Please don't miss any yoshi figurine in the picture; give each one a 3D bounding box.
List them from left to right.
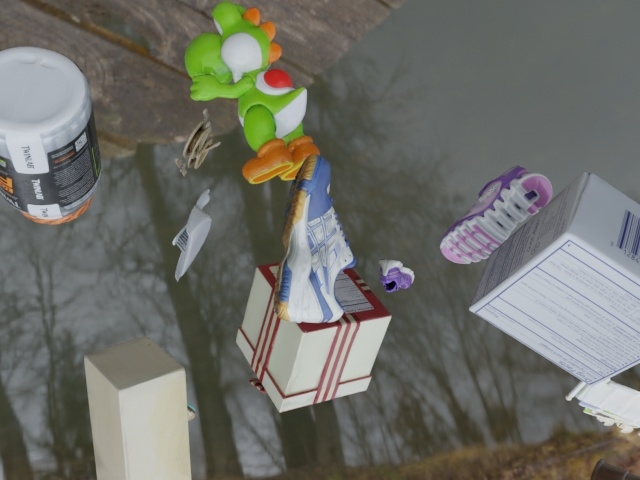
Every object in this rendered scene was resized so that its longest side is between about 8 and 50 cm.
[{"bbox_3d":[-0.155,-0.284,1.583,0.203,0.362,0.203,-20,173,-13],"label":"yoshi figurine"}]

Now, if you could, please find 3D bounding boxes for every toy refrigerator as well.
[{"bbox_3d":[-0.218,0.266,0.991,0.094,0.102,0.270,-15,116,-35],"label":"toy refrigerator"}]

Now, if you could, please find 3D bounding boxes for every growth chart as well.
[{"bbox_3d":[0.716,0.394,1.930,0.237,0.021,0.172,25,136,-5],"label":"growth chart"}]

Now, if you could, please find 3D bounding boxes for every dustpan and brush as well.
[{"bbox_3d":[-0.259,-0.035,1.652,0.060,0.211,0.147,27,134,4],"label":"dustpan and brush"}]

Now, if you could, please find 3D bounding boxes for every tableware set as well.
[{"bbox_3d":[-0.253,-0.197,1.698,0.039,0.128,0.194,29,173,-1],"label":"tableware set"}]

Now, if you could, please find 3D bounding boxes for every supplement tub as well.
[{"bbox_3d":[-0.488,-0.169,1.400,0.193,0.194,0.316,-8,153,-13],"label":"supplement tub"}]

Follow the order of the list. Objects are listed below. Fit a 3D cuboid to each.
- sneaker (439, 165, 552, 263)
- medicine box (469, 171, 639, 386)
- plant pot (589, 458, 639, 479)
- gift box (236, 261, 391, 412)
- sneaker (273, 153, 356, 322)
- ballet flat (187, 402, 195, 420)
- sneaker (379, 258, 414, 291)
[{"bbox_3d":[0.321,-0.054,1.506,0.236,0.104,0.095,-41,120,16],"label":"sneaker"},{"bbox_3d":[0.441,0.074,1.318,0.263,0.149,0.289,32,144,-4],"label":"medicine box"},{"bbox_3d":[0.472,0.414,1.142,0.165,0.167,0.167,5,162,30],"label":"plant pot"},{"bbox_3d":[-0.023,0.192,1.734,0.255,0.276,0.258,-4,127,-28],"label":"gift box"},{"bbox_3d":[0.000,0.000,1.410,0.130,0.297,0.112,9,177,-11],"label":"sneaker"},{"bbox_3d":[-0.306,0.312,1.466,0.206,0.067,0.073,3,139,48],"label":"ballet flat"},{"bbox_3d":[0.171,0.092,1.895,0.068,0.071,0.170,6,168,25],"label":"sneaker"}]
